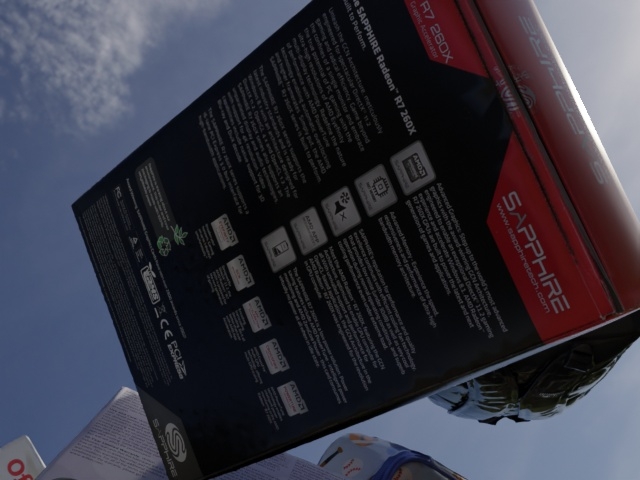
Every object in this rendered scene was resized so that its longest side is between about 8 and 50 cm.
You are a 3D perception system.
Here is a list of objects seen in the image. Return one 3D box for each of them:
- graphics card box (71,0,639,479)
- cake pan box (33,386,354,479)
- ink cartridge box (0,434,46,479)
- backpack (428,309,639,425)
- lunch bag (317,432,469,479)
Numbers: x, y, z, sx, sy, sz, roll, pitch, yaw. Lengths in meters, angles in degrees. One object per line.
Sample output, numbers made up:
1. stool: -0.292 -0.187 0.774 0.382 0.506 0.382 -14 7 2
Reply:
1. graphics card box: 0.000 0.000 0.600 0.371 0.233 0.094 -31 -13 39
2. cake pan box: -0.085 0.229 0.709 0.246 0.266 0.070 -60 -10 -69
3. ink cartridge box: -0.313 0.305 0.805 0.237 0.172 0.100 -29 -24 -27
4. backpack: 0.256 0.133 1.288 0.290 0.273 0.356 -6 -38 5
5. lunch bag: 0.082 0.349 0.953 0.303 0.114 0.243 42 -115 -39
